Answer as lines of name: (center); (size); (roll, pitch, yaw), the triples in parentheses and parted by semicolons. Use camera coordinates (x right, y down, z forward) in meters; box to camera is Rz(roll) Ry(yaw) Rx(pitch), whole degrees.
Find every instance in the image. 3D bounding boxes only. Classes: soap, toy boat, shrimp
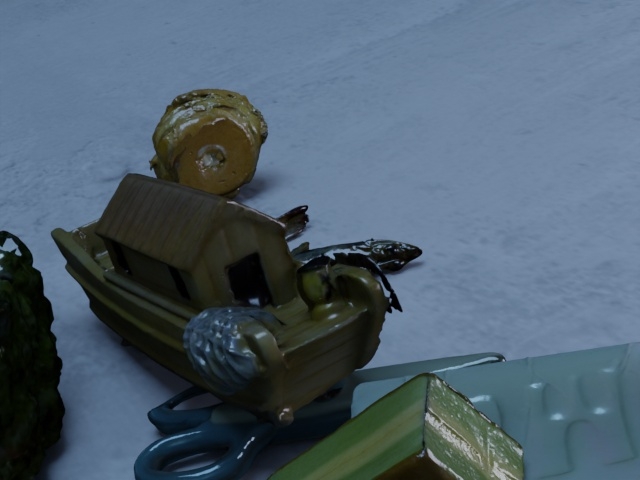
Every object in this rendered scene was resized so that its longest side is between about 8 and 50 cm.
soap: (0.165, 0.145, 0.788); (0.289, 0.095, 0.173); (-10, 27, 10)
toy boat: (-0.111, 0.029, 1.037); (0.135, 0.162, 0.445); (-28, 20, -24)
shrimp: (0.001, 0.003, 1.229); (0.195, 0.035, 0.148); (-11, 24, 10)

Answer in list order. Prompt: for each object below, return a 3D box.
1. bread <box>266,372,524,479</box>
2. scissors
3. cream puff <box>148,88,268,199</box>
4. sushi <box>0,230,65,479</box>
bread: (0.037, 0.149, 0.730); (0.139, 0.084, 0.074); (-38, 25, 27)
scissors: (0.000, 0.126, 0.971); (0.289, 0.041, 0.138); (-14, 26, 10)
cream puff: (-0.124, -0.106, 1.393); (0.133, 0.119, 0.104); (-52, 30, -2)
sushi: (-0.381, 0.117, 1.036); (0.351, 0.178, 0.294); (-5, 26, 17)
